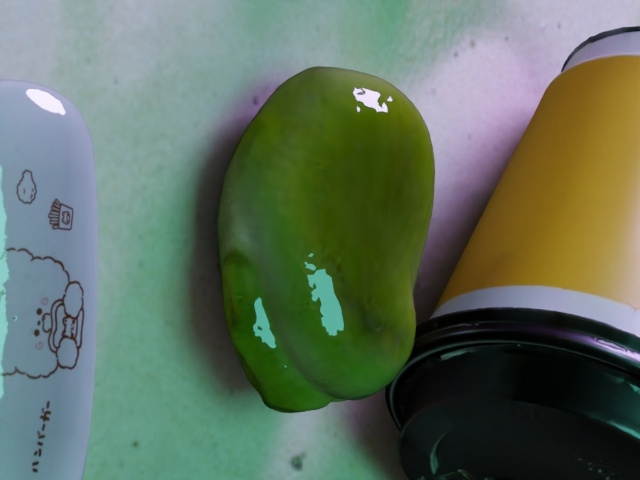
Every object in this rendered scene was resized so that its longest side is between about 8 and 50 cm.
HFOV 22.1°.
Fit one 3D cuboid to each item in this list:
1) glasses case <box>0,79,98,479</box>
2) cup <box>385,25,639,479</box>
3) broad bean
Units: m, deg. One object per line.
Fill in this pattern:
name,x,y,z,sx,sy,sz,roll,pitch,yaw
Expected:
glasses case,-0.133,0.029,0.693,0.074,0.049,0.193,5,84,-44
cup,0.159,0.026,0.894,0.196,0.196,0.280,48,51,-32
broad bean,0.000,0.000,0.812,0.124,0.082,0.174,20,65,-43
